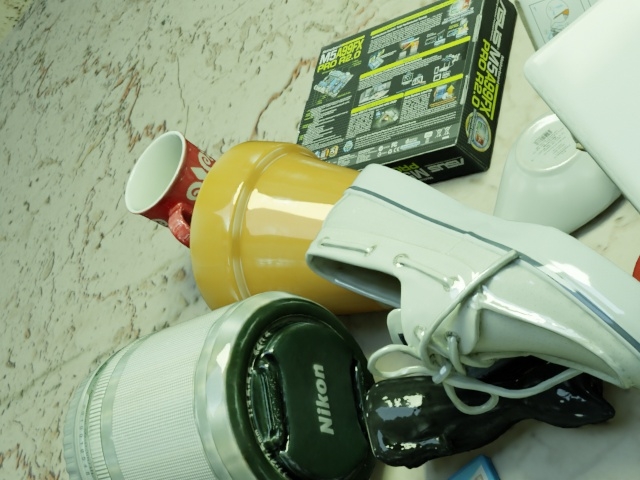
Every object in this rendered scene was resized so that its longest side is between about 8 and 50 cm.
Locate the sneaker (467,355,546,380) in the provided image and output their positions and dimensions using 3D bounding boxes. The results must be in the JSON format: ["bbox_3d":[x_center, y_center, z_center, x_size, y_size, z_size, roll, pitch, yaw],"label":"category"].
[{"bbox_3d":[0.171,0.075,0.891,0.170,0.051,0.089,-34,47,34],"label":"sneaker"}]

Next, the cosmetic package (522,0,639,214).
[{"bbox_3d":[0.314,0.027,0.409,0.230,0.161,0.453,-39,56,15],"label":"cosmetic package"}]

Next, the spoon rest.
[{"bbox_3d":[0.185,-0.030,0.948,0.276,0.084,0.137,-38,40,4],"label":"spoon rest"}]

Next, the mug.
[{"bbox_3d":[-0.147,-0.032,1.243,0.113,0.169,0.150,-19,52,41],"label":"mug"}]

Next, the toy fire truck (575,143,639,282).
[{"bbox_3d":[0.298,-0.025,0.762,0.217,0.158,0.246,-56,16,-7],"label":"toy fire truck"}]

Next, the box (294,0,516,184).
[{"bbox_3d":[0.088,-0.161,1.157,0.270,0.060,0.216,-12,55,44],"label":"box"}]

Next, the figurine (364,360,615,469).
[{"bbox_3d":[0.145,0.192,0.794,0.209,0.092,0.214,-19,48,25],"label":"figurine"}]

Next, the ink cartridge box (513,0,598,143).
[{"bbox_3d":[0.347,-0.216,0.733,0.309,0.130,0.272,-13,22,43],"label":"ink cartridge box"}]

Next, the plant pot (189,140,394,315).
[{"bbox_3d":[0.000,0.000,1.046,0.188,0.205,0.205,6,68,34],"label":"plant pot"}]

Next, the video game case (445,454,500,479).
[{"bbox_3d":[0.123,0.278,0.829,0.119,0.015,0.166,-43,38,20],"label":"video game case"}]

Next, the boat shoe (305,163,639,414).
[{"bbox_3d":[0.105,0.058,0.780,0.156,0.136,0.367,-49,43,-11],"label":"boat shoe"}]

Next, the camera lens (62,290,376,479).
[{"bbox_3d":[-0.095,0.181,0.982,0.274,0.219,0.219,-21,49,39],"label":"camera lens"}]
